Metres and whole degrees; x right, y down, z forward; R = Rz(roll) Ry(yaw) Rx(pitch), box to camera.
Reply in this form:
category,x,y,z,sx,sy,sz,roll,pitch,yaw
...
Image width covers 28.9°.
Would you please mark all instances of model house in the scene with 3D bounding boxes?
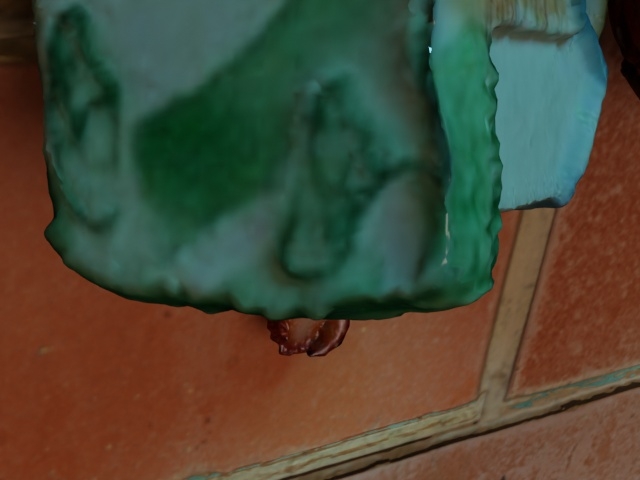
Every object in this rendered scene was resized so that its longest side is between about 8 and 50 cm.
category,x,y,z,sx,sy,sz,roll,pitch,yaw
model house,0.036,-0.114,0.595,0.325,0.194,0.267,-10,97,-59

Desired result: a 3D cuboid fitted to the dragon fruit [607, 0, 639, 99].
category,x,y,z,sx,sy,sz,roll,pitch,yaw
dragon fruit,0.281,-0.146,0.689,0.244,0.244,0.299,-54,151,5

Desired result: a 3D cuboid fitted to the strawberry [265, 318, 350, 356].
category,x,y,z,sx,sy,sz,roll,pitch,yaw
strawberry,-0.002,-0.002,0.716,0.104,0.048,0.152,-5,125,-40
